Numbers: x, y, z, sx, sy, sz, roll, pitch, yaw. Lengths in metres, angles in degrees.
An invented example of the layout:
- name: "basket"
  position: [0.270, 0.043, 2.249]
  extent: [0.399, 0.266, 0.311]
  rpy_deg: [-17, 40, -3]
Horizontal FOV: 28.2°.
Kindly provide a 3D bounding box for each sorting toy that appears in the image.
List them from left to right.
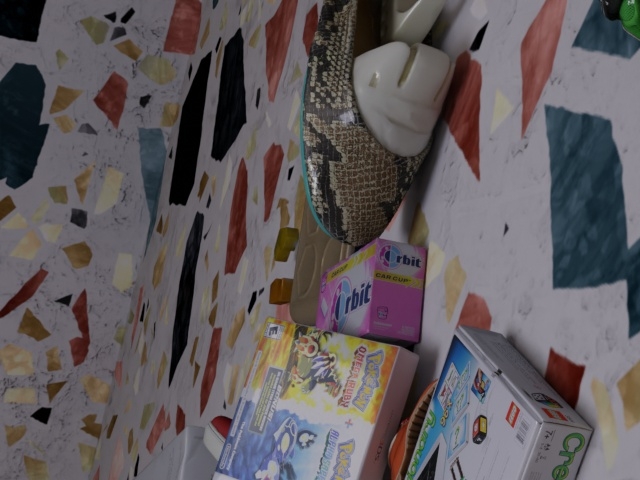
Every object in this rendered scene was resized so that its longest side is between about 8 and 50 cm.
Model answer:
- name: "sorting toy"
  position: [0.000, 0.000, 1.703]
  extent: [0.307, 0.041, 0.229]
  rpy_deg: [159, 117, -70]

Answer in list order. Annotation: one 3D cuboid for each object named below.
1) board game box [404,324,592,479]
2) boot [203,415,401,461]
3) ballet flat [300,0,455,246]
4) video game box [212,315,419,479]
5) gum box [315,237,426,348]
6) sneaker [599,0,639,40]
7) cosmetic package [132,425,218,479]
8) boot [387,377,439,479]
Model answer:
- name: "board game box"
  position: [0.126, 0.251, 1.112]
  extent: [0.193, 0.053, 0.305]
  rpy_deg: [-126, 50, -66]
- name: "boot"
  position: [-0.018, 0.203, 1.424]
  extent: [0.244, 0.088, 0.176]
  rpy_deg: [21, 85, 44]
- name: "ballet flat"
  position: [0.078, -0.237, 1.450]
  extent: [0.182, 0.164, 0.483]
  rpy_deg: [-24, 52, 44]
- name: "video game box"
  position: [-0.009, 0.195, 1.336]
  extent: [0.187, 0.048, 0.205]
  rpy_deg: [10, 77, 37]
- name: "gum box"
  position: [0.051, 0.076, 1.443]
  extent: [0.188, 0.062, 0.107]
  rpy_deg: [144, 135, -64]
- name: "sneaker"
  position: [0.231, -0.225, 0.962]
  extent: [0.343, 0.134, 0.146]
  rpy_deg: [-143, 65, -70]
- name: "cosmetic package"
  position: [-0.178, 0.418, 1.791]
  extent: [0.385, 0.156, 0.217]
  rpy_deg: [132, 146, -60]
- name: "boot"
  position: [0.100, 0.184, 1.235]
  extent: [0.085, 0.059, 0.158]
  rpy_deg: [-102, 28, -62]
